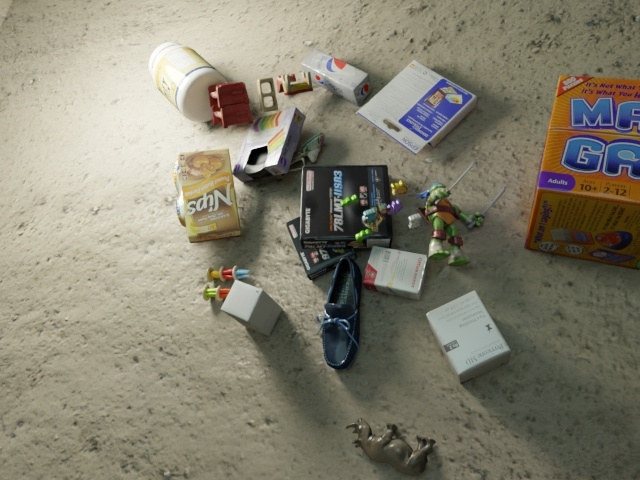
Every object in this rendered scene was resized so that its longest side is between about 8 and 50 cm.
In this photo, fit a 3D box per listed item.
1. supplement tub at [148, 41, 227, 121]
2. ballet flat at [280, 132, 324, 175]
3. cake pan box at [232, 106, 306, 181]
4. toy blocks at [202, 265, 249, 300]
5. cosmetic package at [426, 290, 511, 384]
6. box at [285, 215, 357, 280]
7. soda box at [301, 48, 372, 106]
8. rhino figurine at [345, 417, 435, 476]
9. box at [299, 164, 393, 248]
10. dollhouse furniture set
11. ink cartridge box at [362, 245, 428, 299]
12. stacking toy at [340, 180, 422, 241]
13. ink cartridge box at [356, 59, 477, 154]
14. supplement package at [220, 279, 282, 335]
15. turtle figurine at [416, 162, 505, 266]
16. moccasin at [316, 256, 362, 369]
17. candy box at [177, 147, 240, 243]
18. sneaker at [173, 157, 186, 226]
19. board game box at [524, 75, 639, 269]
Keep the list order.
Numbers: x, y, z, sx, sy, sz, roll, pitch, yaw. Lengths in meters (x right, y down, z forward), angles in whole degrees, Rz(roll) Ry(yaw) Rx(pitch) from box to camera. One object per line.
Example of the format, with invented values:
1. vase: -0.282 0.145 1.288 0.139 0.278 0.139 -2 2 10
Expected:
1. supplement tub: -0.547 -0.657 2.062 0.228 0.228 0.316 -42 60 -6
2. ballet flat: -0.066 -0.306 1.838 0.221 0.077 0.079 -30 82 9
3. cake pan box: -0.194 -0.346 1.849 0.245 0.070 0.267 -4 61 42
4. toy blocks: -0.316 0.146 1.697 0.147 0.054 0.123 -3 63 15
5. cosmetic package: 0.400 0.266 1.361 0.151 0.151 0.184 -27 60 4
6. box: 0.000 0.000 1.672 0.175 0.051 0.220 -25 61 3
7. soda box: 0.062 -0.633 1.938 0.286 0.098 0.091 37 79 29
8. rhino figurine: 0.177 0.543 1.340 0.243 0.073 0.106 13 66 24
9. box: 0.082 -0.114 1.646 0.292 0.073 0.296 1 59 2
10. dollhouse furniture set: -0.231 -0.546 1.940 0.373 0.152 0.201 -14 20 -17
11. ink cartridge box: 0.233 0.100 1.539 0.174 0.072 0.128 11 68 21
12. stacking toy: 0.190 -0.087 1.555 0.221 0.052 0.167 -17 51 -1
13. ink cartridge box: 0.339 -0.468 1.791 0.307 0.072 0.303 -44 62 -4
14. supplement package: -0.210 0.213 1.559 0.105 0.179 0.105 18 71 24
15. turtle figurine: 0.412 -0.073 1.499 0.274 0.198 0.267 -4 69 21
16. moccasin: 0.051 0.211 1.515 0.137 0.117 0.342 -4 64 15
17. candy box: -0.394 -0.161 1.781 0.182 0.087 0.317 -8 75 -9
18. sneaker: -0.477 -0.190 1.895 0.130 0.112 0.297 -13 68 -2
19. board game box: 0.776 -0.172 1.341 0.355 0.357 0.357 11 69 21
